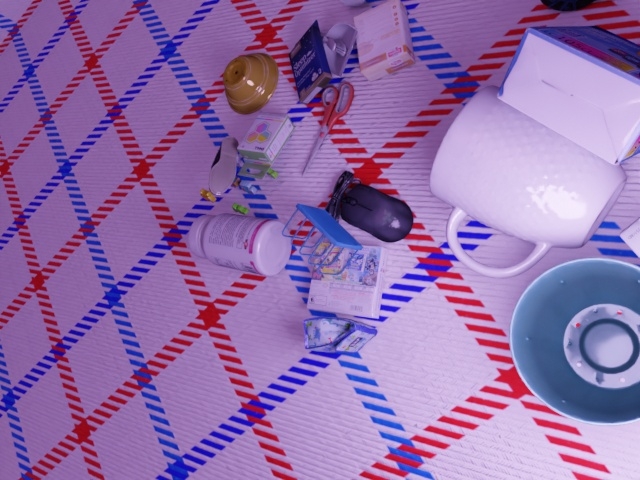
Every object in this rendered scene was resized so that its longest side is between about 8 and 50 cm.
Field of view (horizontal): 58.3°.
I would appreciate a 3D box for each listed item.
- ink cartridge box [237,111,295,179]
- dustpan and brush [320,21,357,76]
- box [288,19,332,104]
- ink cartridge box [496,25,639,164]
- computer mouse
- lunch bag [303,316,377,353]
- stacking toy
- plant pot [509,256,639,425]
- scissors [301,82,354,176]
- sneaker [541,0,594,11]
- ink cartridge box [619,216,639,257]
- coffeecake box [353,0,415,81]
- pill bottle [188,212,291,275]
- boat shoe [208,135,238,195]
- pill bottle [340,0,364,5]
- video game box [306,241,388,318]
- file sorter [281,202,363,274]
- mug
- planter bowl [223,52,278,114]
[{"bbox_3d":[-0.177,-0.289,1.730,0.109,0.062,0.209,14,64,33],"label":"ink cartridge box"},{"bbox_3d":[0.031,-0.589,1.709,0.211,0.060,0.147,-115,41,-55],"label":"dustpan and brush"},{"bbox_3d":[-0.037,-0.544,1.736,0.136,0.037,0.225,-36,58,46],"label":"box"},{"bbox_3d":[0.577,-0.310,1.148,0.270,0.396,0.151,41,129,27],"label":"ink cartridge box"},{"bbox_3d":[0.117,-0.078,1.528,0.272,0.072,0.188,23,90,34],"label":"computer mouse"},{"bbox_3d":[0.053,0.237,1.455,0.151,0.129,0.096,-16,70,26],"label":"lunch bag"},{"bbox_3d":[-0.248,-0.169,1.755,0.221,0.052,0.167,23,70,36],"label":"stacking toy"},{"bbox_3d":[0.538,0.194,1.096,0.293,0.235,0.292,-8,75,30],"label":"plant pot"},{"bbox_3d":[0.021,-0.324,1.680,0.109,0.021,0.296,12,83,32],"label":"scissors"},{"bbox_3d":[0.624,-0.602,1.343,0.211,0.080,0.081,-4,69,22],"label":"sneaker"},{"bbox_3d":[0.675,0.065,1.017,0.060,0.275,0.238,-50,56,31],"label":"ink cartridge box"},{"bbox_3d":[0.178,-0.563,1.612,0.143,0.068,0.185,-15,70,28],"label":"coffeecake box"},{"bbox_3d":[-0.240,0.004,1.679,0.283,0.160,0.160,9,83,33],"label":"pill bottle"},{"bbox_3d":[-0.298,-0.220,1.756,0.065,0.075,0.206,-39,36,58],"label":"boat shoe"},{"bbox_3d":[0.110,-0.808,1.687,0.118,0.118,0.208,10,83,34],"label":"pill bottle"},{"bbox_3d":[0.070,0.103,1.528,0.205,0.048,0.186,4,82,33],"label":"video game box"},{"bbox_3d":[0.000,0.000,1.499,0.170,0.118,0.104,45,112,32],"label":"file sorter"},{"bbox_3d":[0.420,-0.096,1.221,0.328,0.276,0.374,34,95,26],"label":"mug"},{"bbox_3d":[-0.249,-0.528,1.860,0.217,0.090,0.217,-9,73,30],"label":"planter bowl"}]
